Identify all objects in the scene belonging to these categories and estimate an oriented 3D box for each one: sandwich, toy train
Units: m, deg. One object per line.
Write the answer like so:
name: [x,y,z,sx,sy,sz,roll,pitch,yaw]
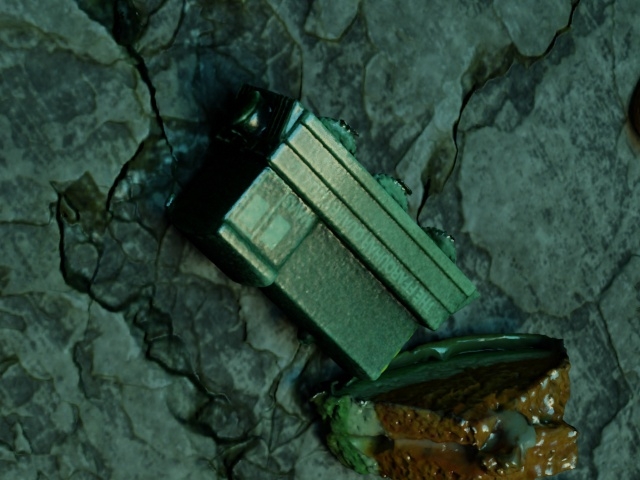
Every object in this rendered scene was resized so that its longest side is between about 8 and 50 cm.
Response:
sandwich: [0.155,0.181,1.734,0.292,0.212,0.109,-21,120,-45]
toy train: [0.000,0.000,1.655,0.178,0.138,0.330,-50,121,-11]

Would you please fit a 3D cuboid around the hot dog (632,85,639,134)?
hot dog: [0.416,-0.160,1.963,0.099,0.065,0.147,32,87,-32]
